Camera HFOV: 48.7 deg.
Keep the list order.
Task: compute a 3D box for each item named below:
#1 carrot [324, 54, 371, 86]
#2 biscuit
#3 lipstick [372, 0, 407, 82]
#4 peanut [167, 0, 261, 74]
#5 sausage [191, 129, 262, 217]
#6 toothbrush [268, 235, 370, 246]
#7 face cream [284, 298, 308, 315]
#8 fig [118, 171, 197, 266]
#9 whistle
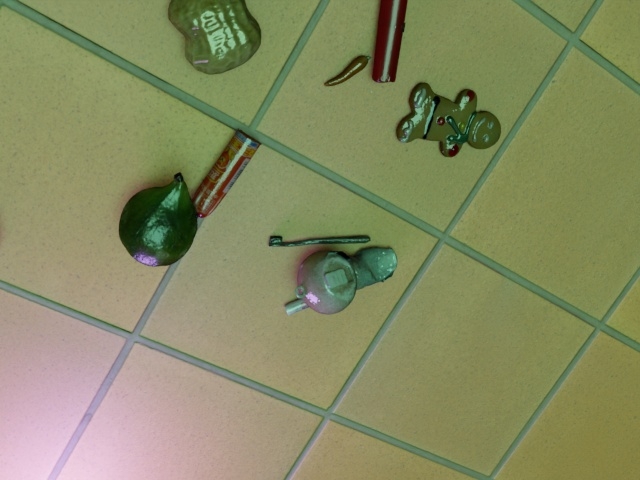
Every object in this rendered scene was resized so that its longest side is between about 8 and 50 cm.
[{"bbox_3d":[0.073,-0.443,1.857,0.142,0.035,0.035,-35,114,6],"label":"carrot"},{"bbox_3d":[0.370,-0.328,1.965,0.302,0.049,0.196,12,109,-19],"label":"biscuit"},{"bbox_3d":[0.181,-0.549,1.823,0.073,0.073,0.279,1,110,-14],"label":"lipstick"},{"bbox_3d":[-0.257,-0.524,1.705,0.197,0.110,0.233,-26,116,-3],"label":"peanut"},{"bbox_3d":[-0.262,-0.164,1.859,0.074,0.074,0.274,32,101,-22],"label":"sausage"},{"bbox_3d":[0.000,0.000,2.006,0.298,0.030,0.030,-1,100,-13],"label":"toothbrush"},{"bbox_3d":[-0.040,0.179,2.060,0.130,0.034,0.034,-23,114,-6],"label":"face cream"},{"bbox_3d":[-0.381,-0.064,1.782,0.203,0.203,0.235,34,122,-22],"label":"fig"},{"bbox_3d":[0.067,0.102,2.011,0.348,0.189,0.189,-17,115,-31],"label":"whistle"}]
